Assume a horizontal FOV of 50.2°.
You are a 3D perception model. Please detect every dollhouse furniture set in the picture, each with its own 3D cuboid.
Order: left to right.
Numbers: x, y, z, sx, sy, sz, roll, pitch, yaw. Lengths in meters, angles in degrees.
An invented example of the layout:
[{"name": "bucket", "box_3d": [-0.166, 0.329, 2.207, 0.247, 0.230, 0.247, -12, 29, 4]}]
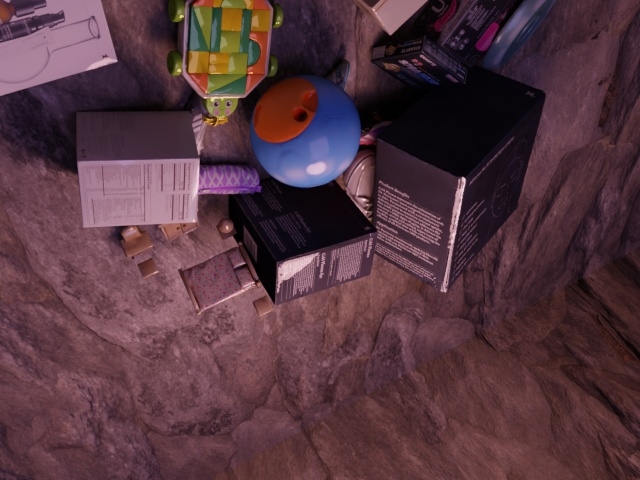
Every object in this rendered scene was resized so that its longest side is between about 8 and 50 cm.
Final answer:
[{"name": "dollhouse furniture set", "box_3d": [-0.335, 0.085, 1.842, 0.303, 0.356, 0.174, -25, 169, -11]}]

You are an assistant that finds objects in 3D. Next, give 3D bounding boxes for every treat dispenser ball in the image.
[{"name": "treat dispenser ball", "box_3d": [-0.039, -0.281, 1.764, 0.288, 0.288, 0.288, -21, 140, -18]}]

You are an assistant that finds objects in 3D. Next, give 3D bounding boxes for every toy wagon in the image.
[{"name": "toy wagon", "box_3d": [-0.222, -0.430, 1.599, 0.267, 0.068, 0.345, -8, 118, -31]}]

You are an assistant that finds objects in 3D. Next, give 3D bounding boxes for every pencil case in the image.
[{"name": "pencil case", "box_3d": [-0.270, -0.164, 1.878, 0.206, 0.088, 0.086, -8, 128, -33]}]

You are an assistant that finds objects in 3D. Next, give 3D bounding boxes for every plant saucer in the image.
[{"name": "plant saucer", "box_3d": [0.581, -0.615, 1.961, 0.317, 0.043, 0.317, -47, 171, -10]}]

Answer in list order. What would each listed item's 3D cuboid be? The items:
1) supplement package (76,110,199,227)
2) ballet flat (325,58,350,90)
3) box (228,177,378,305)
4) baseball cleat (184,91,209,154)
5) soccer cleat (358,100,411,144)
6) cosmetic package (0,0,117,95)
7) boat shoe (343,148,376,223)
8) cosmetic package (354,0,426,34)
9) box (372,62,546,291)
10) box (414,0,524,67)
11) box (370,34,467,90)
[{"name": "supplement package", "box_3d": [-0.432, -0.171, 1.614, 0.262, 0.199, 0.198, -3, 134, -17]}, {"name": "ballet flat", "box_3d": [0.032, -0.408, 1.874, 0.070, 0.070, 0.188, -11, 133, -29]}, {"name": "box", "box_3d": [-0.058, -0.025, 1.977, 0.312, 0.343, 0.179, -17, 137, -22]}, {"name": "baseball cleat", "box_3d": [-0.334, -0.292, 1.709, 0.109, 0.072, 0.206, -4, 130, -26]}, {"name": "soccer cleat", "box_3d": [0.134, -0.320, 2.011, 0.318, 0.109, 0.116, -19, 143, -25]}, {"name": "cosmetic package", "box_3d": [-0.578, -0.482, 1.303, 0.284, 0.097, 0.377, -24, 141, -19]}, {"name": "boat shoe", "box_3d": [0.148, -0.111, 2.195, 0.135, 0.156, 0.367, -15, 138, -26]}, {"name": "cosmetic package", "box_3d": [0.223, -0.670, 1.660, 0.309, 0.160, 0.113, -44, 141, 8]}, {"name": "box", "box_3d": [0.405, -0.195, 2.071, 0.480, 0.297, 0.472, -43, 151, -32]}, {"name": "box", "box_3d": [0.407, -0.630, 1.857, 0.163, 0.142, 0.247, 18, 117, -45]}, {"name": "box", "box_3d": [0.273, -0.486, 1.889, 0.220, 0.175, 0.051, 18, 79, -46]}]
